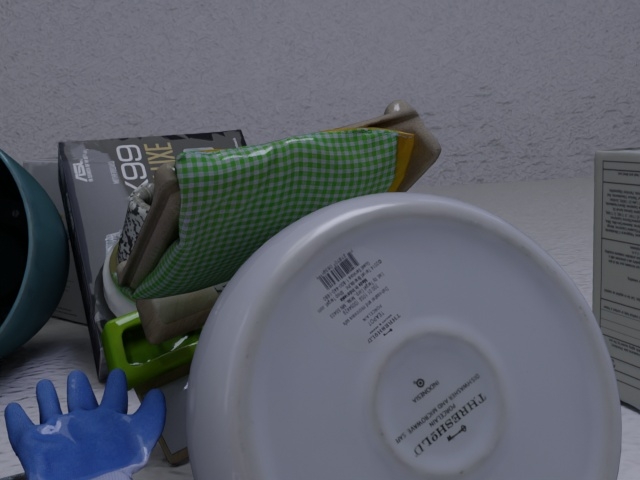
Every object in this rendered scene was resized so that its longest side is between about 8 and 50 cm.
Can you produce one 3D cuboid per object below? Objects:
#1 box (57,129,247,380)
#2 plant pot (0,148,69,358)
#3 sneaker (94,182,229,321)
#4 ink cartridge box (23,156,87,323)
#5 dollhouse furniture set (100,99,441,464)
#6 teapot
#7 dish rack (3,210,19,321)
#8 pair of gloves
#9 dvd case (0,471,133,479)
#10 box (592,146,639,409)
[{"bbox_3d":[-0.175,0.002,0.942,0.242,0.077,0.308,-6,54,-23],"label":"box"},{"bbox_3d":[-0.432,0.021,0.895,0.292,0.293,0.235,-3,-7,1],"label":"plant pot"},{"bbox_3d":[-0.023,0.024,0.794,0.409,0.182,0.158,3,51,-12],"label":"sneaker"},{"bbox_3d":[-0.315,-0.013,1.144,0.168,0.233,0.171,6,12,41],"label":"ink cartridge box"},{"bbox_3d":[-0.030,0.055,0.561,0.197,0.151,0.301,-21,-16,-31],"label":"dollhouse furniture set"},{"bbox_3d":[0.029,0.105,0.458,0.255,0.253,0.187,10,-17,-15],"label":"teapot"},{"bbox_3d":[-0.525,0.023,1.123,0.271,0.209,0.074,4,0,28],"label":"dish rack"},{"bbox_3d":[-0.179,0.116,0.407,0.198,0.023,0.159,-7,16,-14],"label":"pair of gloves"},{"bbox_3d":[-0.202,0.190,0.571,0.119,0.013,0.087,-9,11,-27],"label":"dvd case"},{"bbox_3d":[0.337,0.033,0.676,0.126,0.233,0.148,-6,10,-21],"label":"box"}]
